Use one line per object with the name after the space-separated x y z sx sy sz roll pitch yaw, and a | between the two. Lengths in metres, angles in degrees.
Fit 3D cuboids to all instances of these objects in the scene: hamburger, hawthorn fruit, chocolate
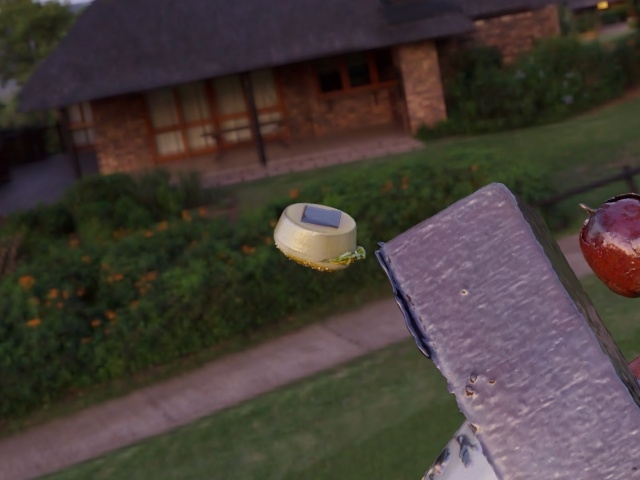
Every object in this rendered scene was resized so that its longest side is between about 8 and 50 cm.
0.000 0.000 1.734 0.141 0.082 0.126 5 23 -14 | hamburger
0.442 -0.001 1.655 0.148 0.172 0.148 -46 -9 -10 | hawthorn fruit
0.161 0.102 0.806 0.112 0.321 0.112 -39 -34 19 | chocolate

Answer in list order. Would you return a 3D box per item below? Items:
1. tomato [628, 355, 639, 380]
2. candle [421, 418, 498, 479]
0.314 0.181 0.964 0.136 0.195 0.195 -36 -1 26 | tomato
0.167 0.297 1.145 0.187 0.330 0.187 32 11 -7 | candle
